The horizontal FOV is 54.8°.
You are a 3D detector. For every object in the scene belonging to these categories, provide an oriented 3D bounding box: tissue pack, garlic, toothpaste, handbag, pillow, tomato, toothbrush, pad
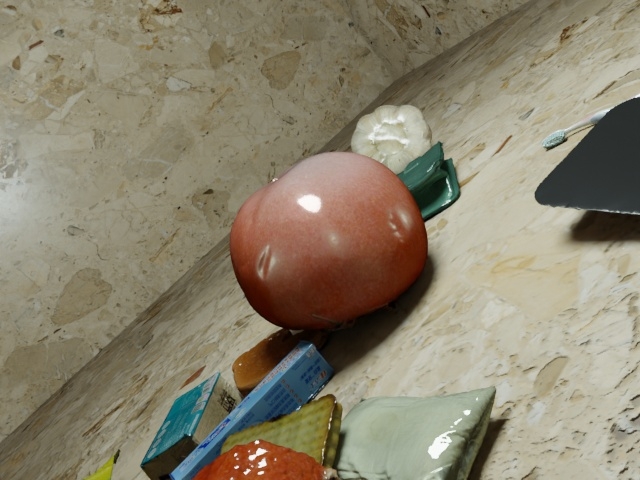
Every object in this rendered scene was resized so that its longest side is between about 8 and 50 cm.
[{"bbox_3d":[-0.203,0.312,1.003,0.120,0.082,0.169,-35,14,18],"label":"tissue pack"},{"bbox_3d":[0.197,-0.243,1.635,0.219,0.218,0.212,-36,-15,13],"label":"garlic"},{"bbox_3d":[-0.096,0.266,0.908,0.272,0.066,0.053,-44,14,-20],"label":"toothpaste"},{"bbox_3d":[0.148,-0.077,1.356,0.326,0.089,0.238,-34,14,22],"label":"handbag"},{"bbox_3d":[0.076,0.218,0.660,0.148,0.050,0.230,-42,13,-36],"label":"pillow"},{"bbox_3d":[0.000,0.000,1.046,0.342,0.272,0.341,-24,7,3],"label":"tomato"},{"bbox_3d":[0.498,-0.221,1.045,0.269,0.021,0.027,-28,30,41],"label":"toothbrush"},{"bbox_3d":[0.434,-0.064,0.701,0.315,0.063,0.375,-42,24,-17],"label":"pad"}]

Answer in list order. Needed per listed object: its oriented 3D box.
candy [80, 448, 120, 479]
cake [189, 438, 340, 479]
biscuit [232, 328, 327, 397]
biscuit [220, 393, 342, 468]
[{"bbox_3d":[-0.422,0.483,1.023,0.187,0.081,0.297,-40,13,0],"label":"candy"},{"bbox_3d":[-0.080,0.305,0.516,0.283,0.177,0.151,-42,13,12],"label":"cake"},{"bbox_3d":[-0.074,0.206,1.117,0.186,0.036,0.192,-38,13,-6],"label":"biscuit"},{"bbox_3d":[-0.066,0.289,0.731,0.254,0.029,0.172,-35,28,43],"label":"biscuit"}]
